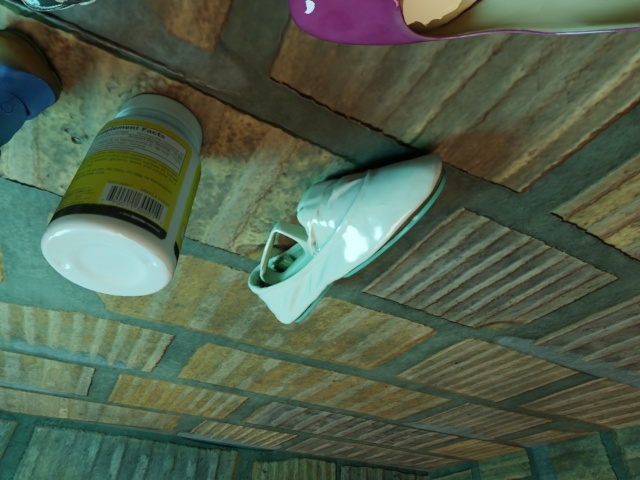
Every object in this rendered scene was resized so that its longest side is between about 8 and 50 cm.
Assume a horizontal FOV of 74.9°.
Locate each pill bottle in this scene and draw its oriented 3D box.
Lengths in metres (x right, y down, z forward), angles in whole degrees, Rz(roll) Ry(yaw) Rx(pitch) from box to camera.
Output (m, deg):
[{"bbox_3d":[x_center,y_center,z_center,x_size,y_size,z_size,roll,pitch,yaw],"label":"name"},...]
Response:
[{"bbox_3d":[-0.196,-0.057,0.452,0.119,0.209,0.119,1,141,1],"label":"pill bottle"}]

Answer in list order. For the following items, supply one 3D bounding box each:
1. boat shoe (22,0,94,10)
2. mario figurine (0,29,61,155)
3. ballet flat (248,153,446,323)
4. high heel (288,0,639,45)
[{"bbox_3d":[-0.220,-0.231,0.369,0.125,0.038,0.046,-8,141,12],"label":"boat shoe"},{"bbox_3d":[-0.359,-0.074,0.346,0.169,0.321,0.198,18,139,-20],"label":"mario figurine"},{"bbox_3d":[0.000,0.000,0.599,0.139,0.139,0.400,20,139,-22],"label":"ballet flat"},{"bbox_3d":[0.151,-0.191,0.291,0.376,0.182,0.127,-11,140,16],"label":"high heel"}]
